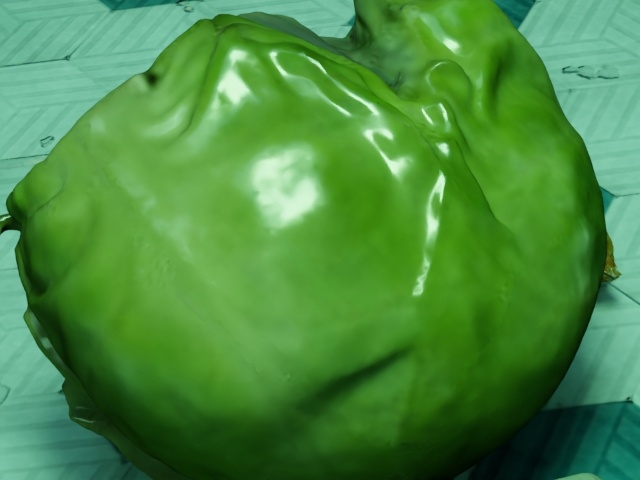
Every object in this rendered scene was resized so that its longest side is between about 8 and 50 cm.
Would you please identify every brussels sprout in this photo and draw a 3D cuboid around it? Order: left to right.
[{"bbox_3d":[0.010,0.017,1.339,0.425,0.342,0.361,-34,71,-25],"label":"brussels sprout"}]

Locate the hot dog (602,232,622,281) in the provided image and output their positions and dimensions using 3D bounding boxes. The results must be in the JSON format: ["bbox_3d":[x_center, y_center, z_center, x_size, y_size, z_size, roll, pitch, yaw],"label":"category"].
[{"bbox_3d":[0.142,-0.009,1.542,0.249,0.076,0.102,17,41,31],"label":"hot dog"}]

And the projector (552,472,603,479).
[{"bbox_3d":[0.128,0.279,1.150,0.192,0.099,0.256,-12,38,-7],"label":"projector"}]
